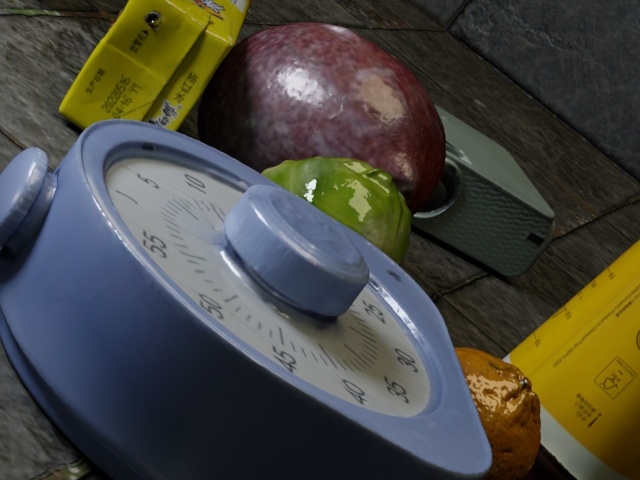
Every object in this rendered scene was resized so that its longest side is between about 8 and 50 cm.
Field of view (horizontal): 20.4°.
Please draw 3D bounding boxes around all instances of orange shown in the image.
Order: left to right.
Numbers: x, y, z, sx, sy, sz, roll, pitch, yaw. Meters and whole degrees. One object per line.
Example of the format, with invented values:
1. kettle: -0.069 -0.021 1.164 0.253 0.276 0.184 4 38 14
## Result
1. orange: 0.122 0.148 1.482 0.135 0.117 0.135 36 9 -7

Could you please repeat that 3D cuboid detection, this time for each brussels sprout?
1. brussels sprout: 0.001 0.002 1.626 0.149 0.152 0.122 56 41 -28

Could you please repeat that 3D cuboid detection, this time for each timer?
1. timer: -0.063 0.050 1.273 0.395 0.173 0.395 34 18 -12

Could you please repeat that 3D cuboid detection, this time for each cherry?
1. cherry: 0.008 -0.105 1.763 0.300 0.203 0.230 30 -7 47

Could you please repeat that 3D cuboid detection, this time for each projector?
1. projector: 0.148 -0.078 2.173 0.250 0.108 0.198 29 18 -30

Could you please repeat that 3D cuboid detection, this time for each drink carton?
1. drink carton: -0.155 -0.200 1.791 0.111 0.154 0.351 34 16 -9

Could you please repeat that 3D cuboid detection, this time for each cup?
1. cup: 0.281 0.115 1.627 0.196 0.279 0.196 39 12 -10
